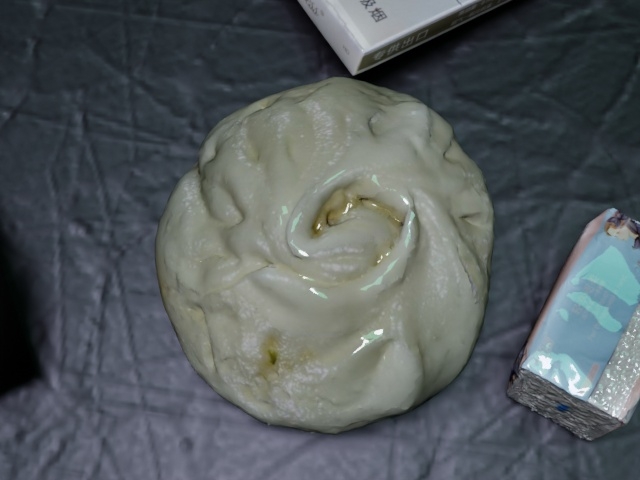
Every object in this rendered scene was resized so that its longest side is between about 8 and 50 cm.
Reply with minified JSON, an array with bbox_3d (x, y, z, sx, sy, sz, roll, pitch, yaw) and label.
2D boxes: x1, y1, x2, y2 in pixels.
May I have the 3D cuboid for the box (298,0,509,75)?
[{"bbox_3d":[0.071,-0.176,0.531,0.198,0.029,0.109,-29,75,-20],"label":"box"}]

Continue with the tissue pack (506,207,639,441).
[{"bbox_3d":[0.136,0.042,0.465,0.059,0.074,0.094,28,74,11],"label":"tissue pack"}]

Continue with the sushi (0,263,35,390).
[{"bbox_3d":[-0.285,-0.015,0.411,0.212,0.227,0.215,-28,70,0],"label":"sushi"}]

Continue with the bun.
[{"bbox_3d":[0.000,0.000,0.465,0.183,0.102,0.183,-1,72,3],"label":"bun"}]
